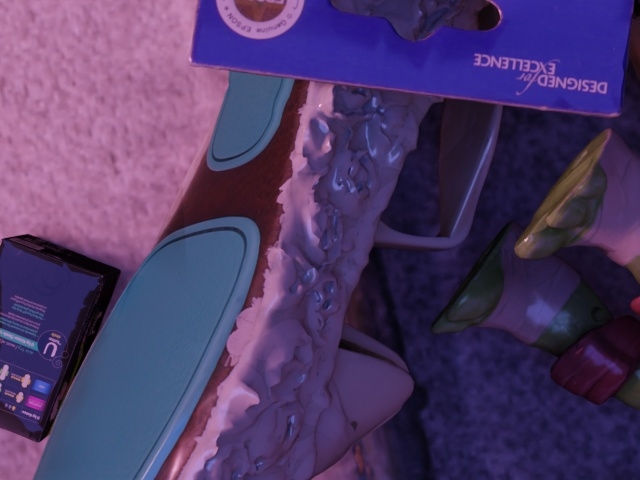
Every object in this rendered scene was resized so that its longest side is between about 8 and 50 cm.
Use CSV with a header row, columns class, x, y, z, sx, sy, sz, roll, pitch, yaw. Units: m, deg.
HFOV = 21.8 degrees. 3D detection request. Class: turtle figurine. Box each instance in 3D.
class,x,y,z,sx,sy,sz,roll,pitch,yaw
turtle figurine,0.168,0.103,0.704,0.266,0.198,0.274,39,88,0

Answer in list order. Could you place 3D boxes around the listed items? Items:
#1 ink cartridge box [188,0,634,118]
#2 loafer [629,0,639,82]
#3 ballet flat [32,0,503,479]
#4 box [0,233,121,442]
class,x,y,z,sx,sy,sz,roll,pitch,yaw
ink cartridge box,0.056,-0.242,0.639,0.176,0.069,0.370,7,89,1
loafer,0.166,-0.077,0.743,0.050,0.148,0.056,-19,126,20
ballet flat,0.000,0.000,0.716,0.147,0.147,0.408,21,78,2
box,-0.135,0.045,0.781,0.052,0.062,0.083,21,92,0
